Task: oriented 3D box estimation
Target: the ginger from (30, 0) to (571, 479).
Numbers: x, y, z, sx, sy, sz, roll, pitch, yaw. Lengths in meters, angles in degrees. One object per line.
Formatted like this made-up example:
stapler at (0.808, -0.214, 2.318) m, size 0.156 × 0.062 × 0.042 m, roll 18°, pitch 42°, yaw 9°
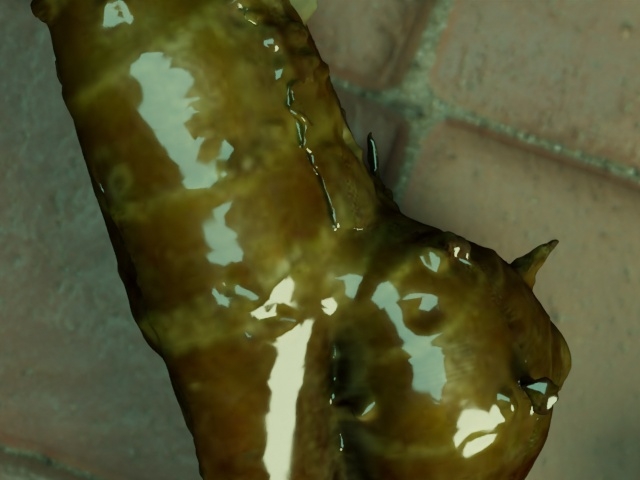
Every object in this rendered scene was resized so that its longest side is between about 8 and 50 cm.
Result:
ginger at (0.000, 0.000, 0.461) m, size 0.254 × 0.176 × 0.418 m, roll -19°, pitch 96°, yaw 0°
